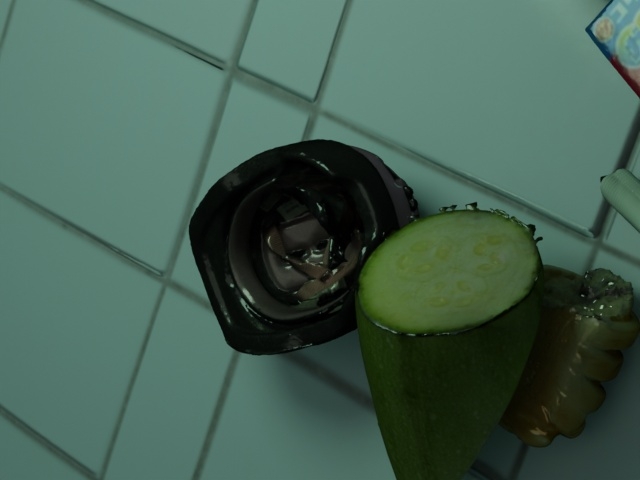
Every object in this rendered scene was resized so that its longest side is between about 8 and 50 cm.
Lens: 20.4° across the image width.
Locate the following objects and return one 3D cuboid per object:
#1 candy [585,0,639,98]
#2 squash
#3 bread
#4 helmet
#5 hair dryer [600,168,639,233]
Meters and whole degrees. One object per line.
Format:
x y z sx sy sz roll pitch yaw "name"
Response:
0.371 -0.128 1.476 0.157 0.100 0.306 -51 52 27 "candy"
0.136 0.119 1.650 0.189 0.189 0.260 19 140 38 "squash"
0.218 0.102 1.619 0.119 0.084 0.177 37 111 37 "bread"
0.000 0.000 1.763 0.253 0.154 0.198 -33 76 54 "helmet"
0.310 0.013 1.546 0.073 0.131 0.236 -33 41 -7 "hair dryer"
